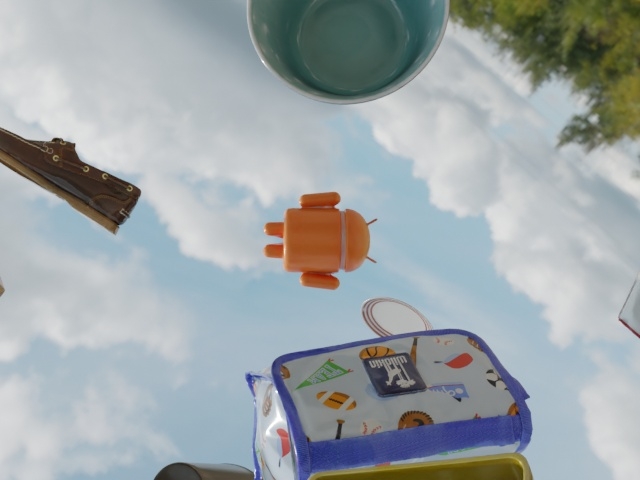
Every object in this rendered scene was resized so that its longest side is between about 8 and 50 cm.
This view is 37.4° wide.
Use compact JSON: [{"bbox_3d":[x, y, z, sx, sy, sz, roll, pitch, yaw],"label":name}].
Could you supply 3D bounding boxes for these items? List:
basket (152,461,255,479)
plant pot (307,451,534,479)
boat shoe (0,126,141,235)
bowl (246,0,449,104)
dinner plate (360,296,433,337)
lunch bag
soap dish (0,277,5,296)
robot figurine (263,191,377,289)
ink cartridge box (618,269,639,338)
[{"bbox_3d":[-0.243,0.529,1.947,0.204,0.154,0.227,4,164,23],"label":"basket"},{"bbox_3d":[0.109,0.334,0.840,0.187,0.212,0.212,53,-146,-43],"label":"plant pot"},{"bbox_3d":[-0.322,-0.089,1.172,0.207,0.073,0.073,33,173,-14],"label":"boat shoe"},{"bbox_3d":[0.046,-0.345,1.512,0.311,0.311,0.163,43,176,9],"label":"bowl"},{"bbox_3d":[0.139,0.144,1.688,0.141,0.141,0.017,37,-125,-6],"label":"dinner plate"},{"bbox_3d":[0.080,0.257,1.343,0.327,0.239,0.385,-6,175,-13],"label":"lunch bag"},{"bbox_3d":[-0.646,0.048,1.555,0.118,0.229,0.291,45,-176,-45],"label":"soap dish"},{"bbox_3d":[0.000,0.002,1.811,0.219,0.128,0.158,0,-128,-2],"label":"robot figurine"},{"bbox_3d":[0.575,0.115,1.260,0.272,0.114,0.197,5,-153,-28],"label":"ink cartridge box"}]
